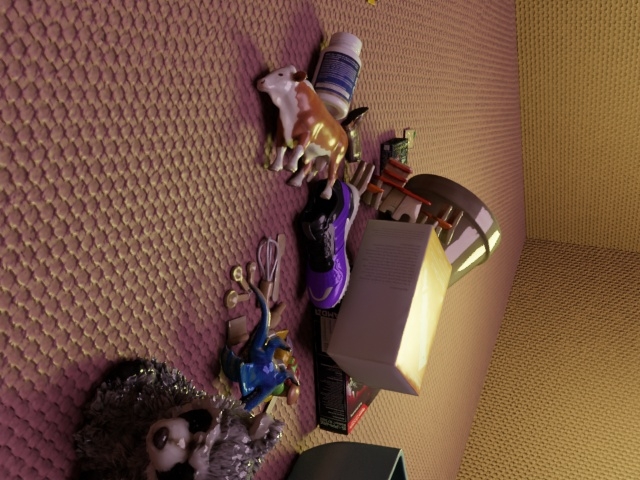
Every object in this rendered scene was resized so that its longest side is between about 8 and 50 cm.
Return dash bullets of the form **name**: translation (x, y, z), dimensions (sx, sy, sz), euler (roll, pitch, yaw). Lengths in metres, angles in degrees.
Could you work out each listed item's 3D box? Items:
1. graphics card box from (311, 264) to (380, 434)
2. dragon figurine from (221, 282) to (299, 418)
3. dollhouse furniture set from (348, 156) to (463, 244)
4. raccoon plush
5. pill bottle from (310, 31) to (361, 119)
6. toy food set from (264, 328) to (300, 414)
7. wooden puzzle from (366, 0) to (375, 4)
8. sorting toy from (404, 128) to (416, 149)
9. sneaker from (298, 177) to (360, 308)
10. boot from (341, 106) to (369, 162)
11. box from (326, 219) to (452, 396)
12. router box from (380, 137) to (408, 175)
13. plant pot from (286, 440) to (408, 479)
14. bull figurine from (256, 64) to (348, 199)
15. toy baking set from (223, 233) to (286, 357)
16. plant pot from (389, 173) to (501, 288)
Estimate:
- **graphics card box**: translation (0.074, 0.273, 1.752), dimensions (0.233, 0.094, 0.371), euler (-36, 128, -55)
- **dragon figurine**: translation (-0.130, 0.232, 1.282), dimensions (0.144, 0.085, 0.289), euler (-23, 122, -21)
- **dollhouse furniture set**: translation (0.201, -0.124, 1.717), dimensions (0.135, 0.262, 0.259), euler (-63, -166, 6)
- **raccoon plush**: translation (-0.147, 0.307, 1.063), dimensions (0.446, 0.299, 0.216), euler (17, 82, -65)
- **pill bottle**: translation (0.033, -0.350, 1.462), dimensions (0.094, 0.094, 0.169), euler (44, 58, -60)
- **toy food set**: translation (-0.073, 0.279, 1.438), dimensions (0.218, 0.071, 0.128), euler (86, 26, -44)
- **wooden puzzle**: translation (0.137, -0.628, 1.683), dimensions (0.078, 0.014, 0.116), euler (4, 94, -65)
- **sorting toy**: translation (0.267, -0.302, 2.060), dimensions (0.083, 0.012, 0.062), euler (-22, 113, -57)
- **sneaker**: translation (-0.001, 0.000, 1.516), dimensions (0.146, 0.102, 0.293), euler (22, 74, -60)
- **boot**: translation (0.092, -0.255, 1.681), dimensions (0.106, 0.037, 0.114), euler (-44, 135, -33)
- **box**: translation (0.170, 0.155, 1.617), dimensions (0.215, 0.168, 0.345), euler (53, 50, -53)
- **router box**: translation (0.206, -0.233, 1.927), dimensions (0.122, 0.038, 0.092), euler (-30, 124, -58)
- **plant pot**: translation (0.047, 0.621, 1.623), dimensions (0.247, 0.252, 0.248), euler (-56, 145, -41)
- **bull figurine**: translation (-0.032, -0.210, 1.371), dimensions (0.310, 0.101, 0.188), euler (30, 77, -59)
- **toy baking set**: translation (-0.114, 0.104, 1.377), dimensions (0.256, 0.030, 0.197), euler (-49, 140, -48)
- **plant pot**: translation (0.296, 0.023, 1.945), dimensions (0.280, 0.323, 0.323), euler (-50, 144, -20)
